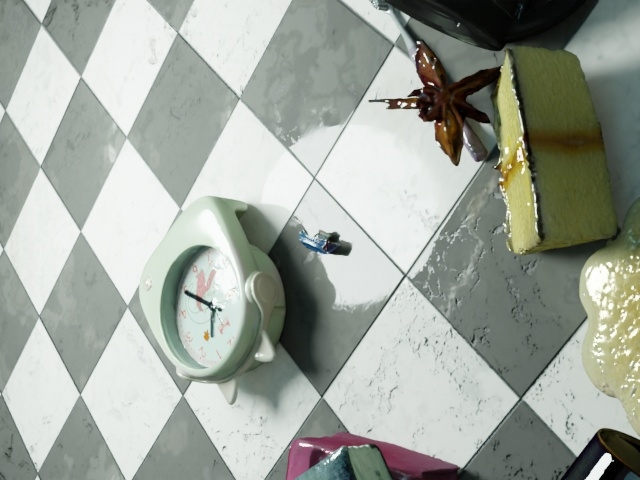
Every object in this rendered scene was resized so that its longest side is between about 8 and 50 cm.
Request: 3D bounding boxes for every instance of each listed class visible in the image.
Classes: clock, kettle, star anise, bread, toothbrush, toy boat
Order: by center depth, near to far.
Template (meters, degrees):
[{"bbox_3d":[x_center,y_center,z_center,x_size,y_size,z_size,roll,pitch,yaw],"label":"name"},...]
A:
[{"bbox_3d":[0.406,0.085,0.925,0.316,0.054,0.316,-10,77,51],"label":"bread"},{"bbox_3d":[0.239,-0.094,1.039,0.178,0.135,0.240,-24,71,57],"label":"bread"},{"bbox_3d":[0.218,-0.402,1.079,0.251,0.207,0.271,34,101,47],"label":"kettle"},{"bbox_3d":[0.158,-0.195,1.180,0.144,0.140,0.158,-151,81,-74],"label":"star anise"},{"bbox_3d":[0.147,-0.254,1.239,0.024,0.029,0.354,-53,53,43],"label":"toothbrush"},{"bbox_3d":[0.000,0.000,1.351,0.083,0.038,0.038,21,100,43],"label":"toy boat"},{"bbox_3d":[-0.173,0.111,1.449,0.265,0.108,0.324,-47,57,28],"label":"clock"}]

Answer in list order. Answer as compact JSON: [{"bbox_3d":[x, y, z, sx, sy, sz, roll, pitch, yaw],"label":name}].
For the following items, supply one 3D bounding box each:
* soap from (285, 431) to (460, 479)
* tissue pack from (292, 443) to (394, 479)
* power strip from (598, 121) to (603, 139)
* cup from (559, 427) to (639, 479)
[{"bbox_3d":[0.055,0.470,1.186,0.233,0.128,0.359,5,89,44],"label":"soap"},{"bbox_3d":[0.000,0.402,1.105,0.257,0.081,0.185,-41,59,32],"label":"tissue pack"},{"bbox_3d":[0.331,-0.094,1.050,0.038,0.029,0.111,-17,75,45],"label":"power strip"},{"bbox_3d":[0.356,0.333,0.937,0.177,0.239,0.166,-63,8,11],"label":"cup"}]
